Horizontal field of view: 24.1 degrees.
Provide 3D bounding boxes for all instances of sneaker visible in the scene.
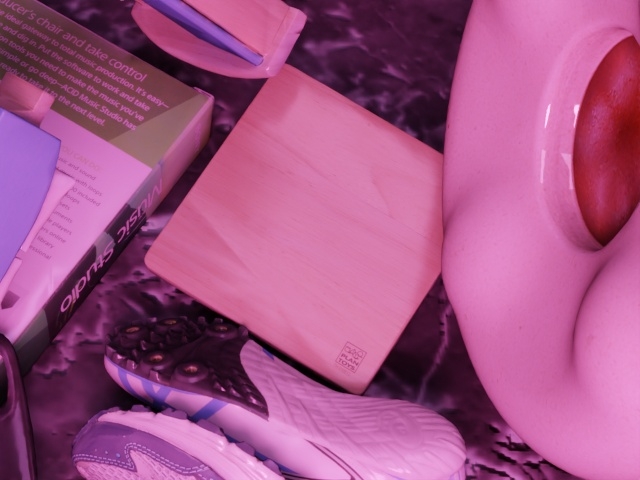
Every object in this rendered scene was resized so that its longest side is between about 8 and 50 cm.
[{"bbox_3d":[-0.028,0.112,0.887,0.237,0.086,0.085,21,30,18],"label":"sneaker"},{"bbox_3d":[-0.036,0.200,0.824,0.283,0.110,0.122,34,66,12],"label":"sneaker"}]

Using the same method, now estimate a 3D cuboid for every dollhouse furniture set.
[{"bbox_3d":[-0.211,-0.077,0.915,0.286,0.198,0.303,27,88,38],"label":"dollhouse furniture set"}]

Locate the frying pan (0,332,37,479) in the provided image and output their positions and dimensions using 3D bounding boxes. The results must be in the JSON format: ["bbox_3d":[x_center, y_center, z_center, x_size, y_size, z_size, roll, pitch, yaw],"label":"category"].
[{"bbox_3d":[-0.175,0.230,0.807,0.197,0.053,0.326,-33,65,-9],"label":"frying pan"}]

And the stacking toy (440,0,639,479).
[{"bbox_3d":[0.335,-0.035,0.835,0.480,0.350,0.350,5,59,-19],"label":"stacking toy"}]

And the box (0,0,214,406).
[{"bbox_3d":[-0.249,-0.024,0.952,0.232,0.058,0.322,30,62,10],"label":"box"}]

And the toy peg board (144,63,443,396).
[{"bbox_3d":[0.000,0.000,0.971,0.161,0.079,0.160,31,77,10],"label":"toy peg board"}]
